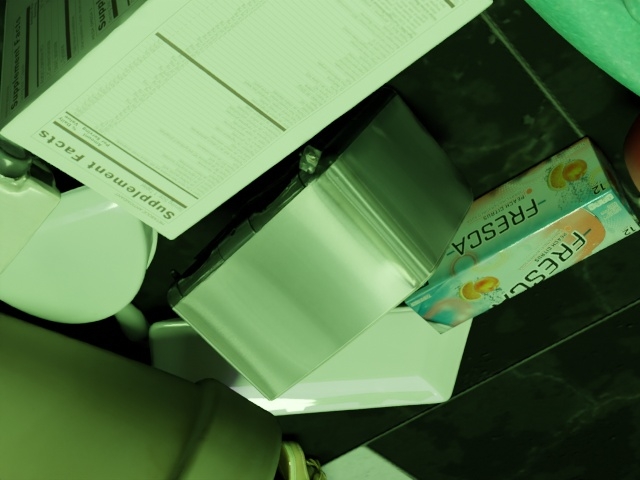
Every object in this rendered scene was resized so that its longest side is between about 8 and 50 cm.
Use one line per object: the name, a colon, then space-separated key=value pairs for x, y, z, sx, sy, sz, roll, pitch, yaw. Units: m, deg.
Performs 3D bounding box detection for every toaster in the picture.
toaster: x=0.000 y=0.000 z=0.772 sx=0.110 sy=0.185 sz=0.168 roll=46 pitch=118 yaw=-4

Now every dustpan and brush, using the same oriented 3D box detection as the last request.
dustpan and brush: x=-0.174 y=0.031 z=0.882 sx=0.147 sy=0.060 sz=0.211 roll=-17 pitch=131 yaw=8

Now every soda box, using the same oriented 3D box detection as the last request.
soda box: x=0.149 y=-0.001 z=0.898 sx=0.183 sy=0.063 sz=0.058 roll=-31 pitch=134 yaw=20

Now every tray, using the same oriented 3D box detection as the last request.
tray: x=-0.010 y=0.098 z=0.997 sx=0.270 sy=0.030 sz=0.145 roll=-3 pitch=140 yaw=-9

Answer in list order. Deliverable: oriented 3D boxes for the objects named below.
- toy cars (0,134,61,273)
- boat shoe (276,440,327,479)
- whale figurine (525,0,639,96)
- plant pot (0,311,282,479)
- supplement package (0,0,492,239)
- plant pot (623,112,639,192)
toy cars: x=-0.368 y=-0.049 z=0.727 sx=0.394 sy=0.087 sz=0.176 roll=-6 pitch=128 yaw=-11
boat shoe: x=-0.017 y=0.237 z=1.139 sx=0.045 sy=0.050 sz=0.135 roll=-17 pitch=141 yaw=-12
whale figurine: x=0.161 y=-0.150 z=0.628 sx=0.141 sy=0.216 sz=0.272 roll=-18 pitch=115 yaw=19
plant pot: x=-0.235 y=0.192 z=0.861 sx=0.280 sy=0.323 sz=0.323 roll=35 pitch=124 yaw=-10
supplement package: x=-0.052 y=-0.138 z=0.656 sx=0.244 sy=0.133 sz=0.139 roll=-34 pitch=133 yaw=23
plant pot: x=0.327 y=-0.079 z=0.760 sx=0.191 sy=0.191 sz=0.174 roll=12 pitch=130 yaw=-23
